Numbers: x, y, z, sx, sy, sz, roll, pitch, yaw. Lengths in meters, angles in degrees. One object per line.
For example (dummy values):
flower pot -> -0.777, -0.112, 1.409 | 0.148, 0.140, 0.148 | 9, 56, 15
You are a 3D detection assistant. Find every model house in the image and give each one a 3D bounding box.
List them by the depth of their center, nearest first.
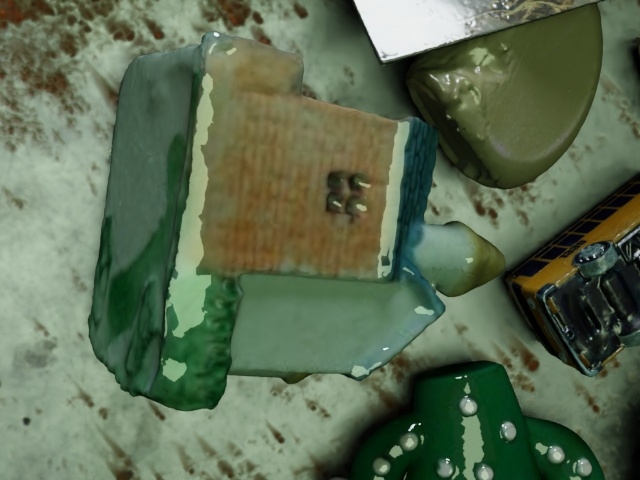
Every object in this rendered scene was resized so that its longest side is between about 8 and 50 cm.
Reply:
model house -> 0.000, 0.000, 0.823 | 0.325, 0.194, 0.267 | 8, 92, -28

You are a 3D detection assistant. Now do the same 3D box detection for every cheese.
cheese -> 0.167, -0.149, 0.851 | 0.175, 0.091, 0.202 | 44, 74, -40

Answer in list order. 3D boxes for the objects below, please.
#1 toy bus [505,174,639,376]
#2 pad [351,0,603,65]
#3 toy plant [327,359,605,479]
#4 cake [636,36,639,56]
toy bus -> 0.269, 0.023, 0.900 | 0.201, 0.114, 0.098 | -36, 103, -13
pad -> 0.175, -0.290, 0.831 | 0.367, 0.007, 0.247 | -17, 66, -10
toy plant -> 0.139, 0.235, 0.894 | 0.232, 0.112, 0.243 | -36, 97, -9
cake -> 0.415, -0.176, 0.916 | 0.225, 0.109, 0.090 | -18, 100, -10
